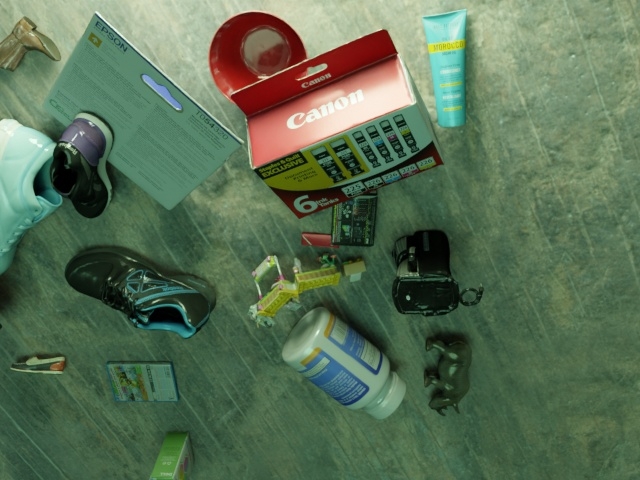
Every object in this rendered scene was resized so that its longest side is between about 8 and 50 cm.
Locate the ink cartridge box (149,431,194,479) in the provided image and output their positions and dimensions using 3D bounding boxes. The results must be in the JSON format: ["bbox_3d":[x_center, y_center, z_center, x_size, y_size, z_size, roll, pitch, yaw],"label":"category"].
[{"bbox_3d":[-0.377,0.597,1.734,0.062,0.209,0.109,-1,119,6],"label":"ink cartridge box"}]

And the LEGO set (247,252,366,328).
[{"bbox_3d":[-0.050,0.078,1.510,0.287,0.107,0.132,-31,147,15],"label":"LEGO set"}]

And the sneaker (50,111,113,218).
[{"bbox_3d":[-0.489,-0.120,1.362,0.107,0.124,0.283,26,142,3],"label":"sneaker"}]

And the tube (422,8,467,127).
[{"bbox_3d":[0.238,-0.317,1.282,0.080,0.052,0.207,-10,112,-2],"label":"tube"}]

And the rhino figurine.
[{"bbox_3d":[0.295,0.323,1.607,0.106,0.073,0.243,2,120,7],"label":"rhino figurine"}]

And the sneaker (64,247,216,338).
[{"bbox_3d":[-0.405,0.115,1.516,0.340,0.140,0.125,14,120,-2],"label":"sneaker"}]

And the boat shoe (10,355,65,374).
[{"bbox_3d":[-0.698,0.307,1.701,0.137,0.049,0.043,1,76,7],"label":"boat shoe"}]

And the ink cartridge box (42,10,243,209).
[{"bbox_3d":[-0.327,-0.234,1.286,0.324,0.071,0.330,42,140,-16],"label":"ink cartridge box"}]

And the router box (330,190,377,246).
[{"bbox_3d":[0.069,-0.048,1.440,0.092,0.038,0.123,2,117,-1],"label":"router box"}]

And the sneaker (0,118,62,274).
[{"bbox_3d":[-0.630,-0.062,1.442,0.150,0.135,0.366,21,119,-3],"label":"sneaker"}]

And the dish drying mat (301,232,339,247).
[{"bbox_3d":[0.000,0.000,1.492,0.083,0.008,0.032,5,118,2],"label":"dish drying mat"}]

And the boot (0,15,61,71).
[{"bbox_3d":[-0.571,-0.356,1.331,0.114,0.037,0.106,-38,96,19],"label":"boot"}]

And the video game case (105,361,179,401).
[{"bbox_3d":[-0.443,0.353,1.719,0.166,0.015,0.119,-1,119,5],"label":"video game case"}]

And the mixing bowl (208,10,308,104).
[{"bbox_3d":[-0.108,-0.337,1.267,0.181,0.098,0.181,2,118,3],"label":"mixing bowl"}]

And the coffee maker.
[{"bbox_3d":[0.232,0.069,1.413,0.171,0.178,0.120,18,121,-2],"label":"coffee maker"}]

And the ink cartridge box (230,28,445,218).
[{"bbox_3d":[0.032,-0.198,1.244,0.309,0.130,0.272,-21,148,16],"label":"ink cartridge box"}]

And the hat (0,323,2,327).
[{"bbox_3d":[-0.820,0.077,1.506,0.331,0.134,0.331,22,160,8],"label":"hat"}]

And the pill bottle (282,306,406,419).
[{"bbox_3d":[0.060,0.286,1.562,0.272,0.152,0.152,40,114,-16],"label":"pill bottle"}]
